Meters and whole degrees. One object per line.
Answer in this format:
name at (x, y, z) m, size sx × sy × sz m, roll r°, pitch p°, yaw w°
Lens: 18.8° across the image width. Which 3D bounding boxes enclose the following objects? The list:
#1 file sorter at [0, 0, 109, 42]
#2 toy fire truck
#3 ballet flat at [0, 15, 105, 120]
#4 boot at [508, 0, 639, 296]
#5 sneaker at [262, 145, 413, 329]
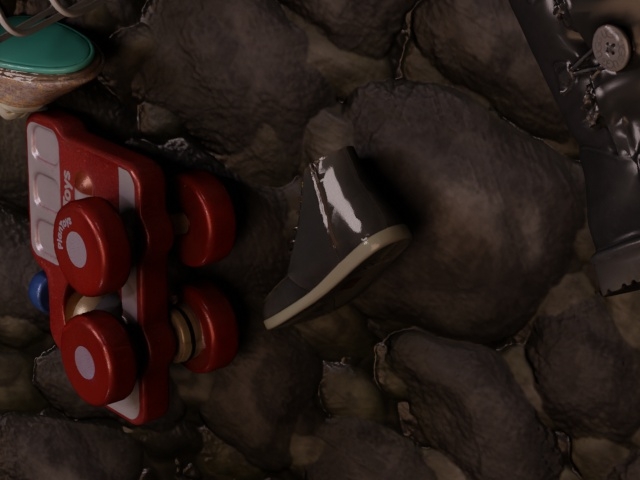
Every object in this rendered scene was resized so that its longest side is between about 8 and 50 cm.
file sorter at (-0.237, -0.313, 1.882) m, size 0.277 × 0.193 × 0.173 m, roll -15°, pitch 106°, yaw 33°
toy fire truck at (-0.227, 0.029, 2.057) m, size 0.254 × 0.169 × 0.302 m, roll 26°, pitch 123°, yaw 46°
ballet flat at (-0.354, -0.188, 2.066) m, size 0.316 × 0.107 × 0.106 m, roll 19°, pitch 136°, yaw 28°
boot at (0.316, -0.213, 1.579) m, size 0.367 × 0.146 × 0.445 m, roll -20°, pitch 81°, yaw 37°
sneaker at (0.000, 0.000, 1.961) m, size 0.222 × 0.083 × 0.118 m, roll -41°, pitch 69°, yaw 42°
